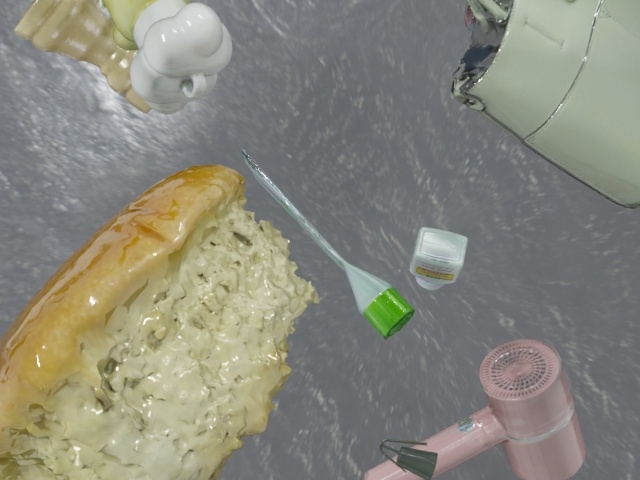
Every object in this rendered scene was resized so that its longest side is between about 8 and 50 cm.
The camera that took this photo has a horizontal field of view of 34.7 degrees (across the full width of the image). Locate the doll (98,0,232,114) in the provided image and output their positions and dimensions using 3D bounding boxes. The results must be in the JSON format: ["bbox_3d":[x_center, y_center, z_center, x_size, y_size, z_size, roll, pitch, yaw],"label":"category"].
[{"bbox_3d":[-0.112,-0.160,0.690,0.062,0.106,0.162,-9,62,-34],"label":"doll"}]

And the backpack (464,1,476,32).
[{"bbox_3d":[0.352,-0.360,1.257,0.317,0.197,0.283,14,107,18],"label":"backpack"}]

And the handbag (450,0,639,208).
[{"bbox_3d":[0.200,-0.179,0.846,0.315,0.109,0.241,30,72,-26],"label":"handbag"}]

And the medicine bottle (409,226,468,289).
[{"bbox_3d":[0.173,0.030,1.535,0.074,0.118,0.055,12,67,2],"label":"medicine bottle"}]

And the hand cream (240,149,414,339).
[{"bbox_3d":[0.001,-0.001,1.201,0.050,0.079,0.275,-34,71,-29],"label":"hand cream"}]

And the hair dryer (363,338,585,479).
[{"bbox_3d":[0.220,0.314,1.540,0.353,0.125,0.210,-26,124,-4],"label":"hair dryer"}]

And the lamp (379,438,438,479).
[{"bbox_3d":[0.096,0.242,1.152,0.054,0.121,0.041,19,82,1],"label":"lamp"}]

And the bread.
[{"bbox_3d":[-0.101,0.076,0.507,0.121,0.245,0.174,32,50,-5],"label":"bread"}]

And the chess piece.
[{"bbox_3d":[-0.172,-0.156,0.809,0.122,0.066,0.066,34,91,-21],"label":"chess piece"}]
